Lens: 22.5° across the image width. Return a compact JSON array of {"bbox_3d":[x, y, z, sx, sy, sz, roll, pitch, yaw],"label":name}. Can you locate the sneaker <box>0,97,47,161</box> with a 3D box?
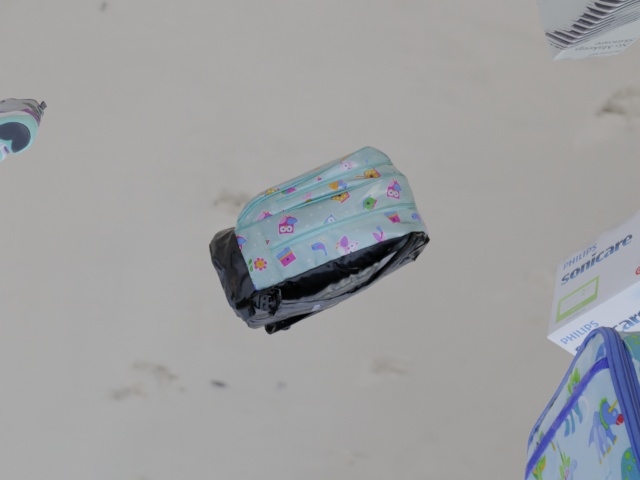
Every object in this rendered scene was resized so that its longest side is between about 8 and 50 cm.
[{"bbox_3d":[-0.254,-0.083,1.245,0.098,0.069,0.038,-15,116,18],"label":"sneaker"}]

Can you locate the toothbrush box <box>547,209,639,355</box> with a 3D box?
[{"bbox_3d":[0.429,0.092,1.793,0.283,0.122,0.206,34,137,-19],"label":"toothbrush box"}]

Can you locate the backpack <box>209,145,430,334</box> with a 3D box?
[{"bbox_3d":[0.000,0.000,1.392,0.182,0.115,0.152,-25,175,1],"label":"backpack"}]

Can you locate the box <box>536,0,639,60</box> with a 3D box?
[{"bbox_3d":[0.376,-0.315,1.966,0.113,0.094,0.275,-8,167,-19],"label":"box"}]

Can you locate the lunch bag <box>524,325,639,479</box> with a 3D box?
[{"bbox_3d":[0.220,0.172,1.174,0.090,0.176,0.219,0,148,-12],"label":"lunch bag"}]
